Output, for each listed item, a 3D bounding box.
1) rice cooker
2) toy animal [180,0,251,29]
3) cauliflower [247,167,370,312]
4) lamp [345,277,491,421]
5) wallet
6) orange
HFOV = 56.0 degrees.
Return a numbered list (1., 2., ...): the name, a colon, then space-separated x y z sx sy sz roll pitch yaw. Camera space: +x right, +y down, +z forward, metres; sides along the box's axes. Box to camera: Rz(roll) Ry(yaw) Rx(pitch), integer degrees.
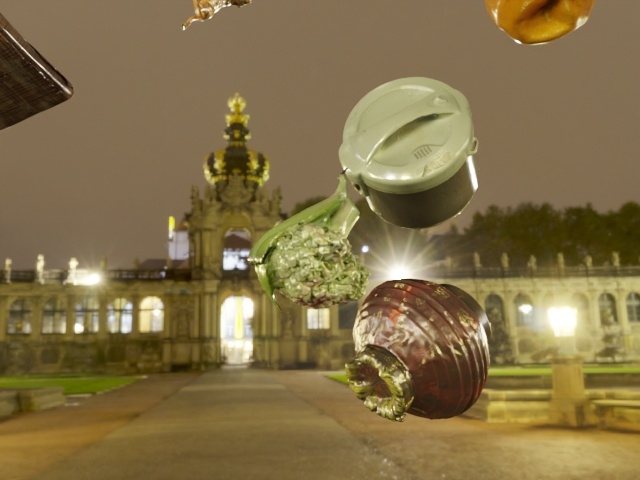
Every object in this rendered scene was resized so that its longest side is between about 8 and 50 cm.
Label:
1. rice cooker: 0.197 -0.187 1.311 0.289 0.288 0.277 -5 -26 18
2. toy animal: -0.298 -0.612 1.559 0.114 0.255 0.116 17 -36 26
3. cauliflower: 0.000 0.000 1.177 0.239 0.315 0.256 32 -8 17
4. lamp: 0.152 0.176 0.959 0.247 0.246 0.247 -1 -11 0
5. wallet: -0.400 -0.223 0.668 0.124 0.042 0.230 -19 -36 14
6. orange: 0.457 -0.533 1.306 0.249 0.249 0.183 10 -46 -45
